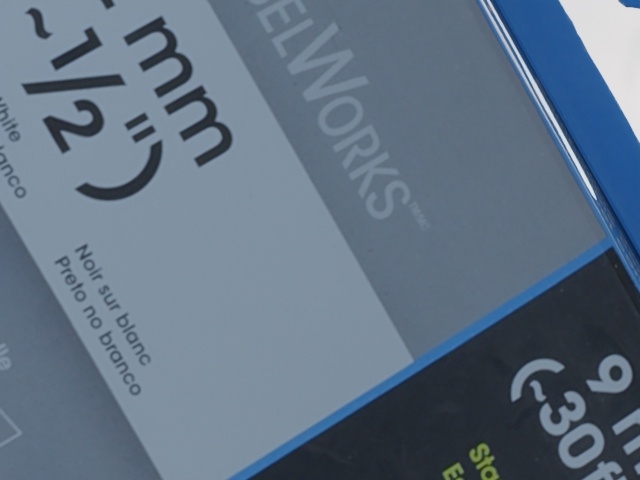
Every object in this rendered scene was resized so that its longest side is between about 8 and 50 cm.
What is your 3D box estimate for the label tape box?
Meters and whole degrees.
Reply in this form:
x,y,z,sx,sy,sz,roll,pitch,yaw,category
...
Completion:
x,y,z,sx,sy,sz,roll,pitch,yaw,category
0.000,0.000,0.564,0.348,0.249,0.115,-31,5,-12,label tape box
